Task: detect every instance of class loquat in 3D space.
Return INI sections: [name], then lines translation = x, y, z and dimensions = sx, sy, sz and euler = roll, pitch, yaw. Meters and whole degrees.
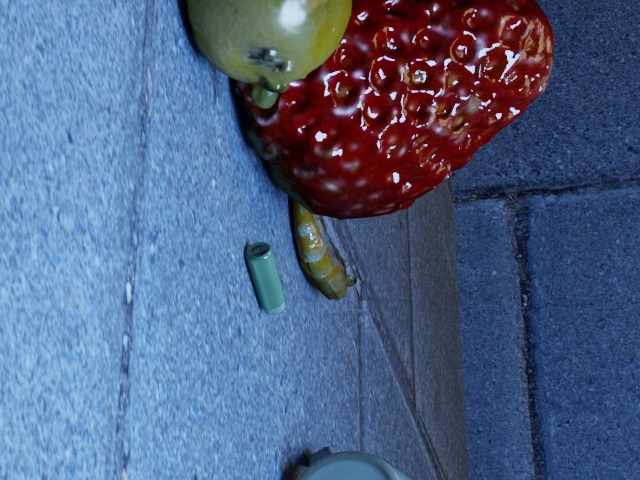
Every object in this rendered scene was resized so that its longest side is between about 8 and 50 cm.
[loquat]
translation = -0.050, -0.226, 1.407
dimensions = 0.172, 0.149, 0.204
euler = -26, 125, -54

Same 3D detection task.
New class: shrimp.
[shrimp]
translation = 0.004, 0.000, 1.834
dimensions = 0.132, 0.052, 0.187
euler = -86, 162, -44

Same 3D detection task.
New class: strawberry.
[strawberry]
translation = 0.093, -0.169, 1.620
dimensions = 0.317, 0.345, 0.295
euler = 73, 14, -45

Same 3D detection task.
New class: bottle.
[bottle]
translation = -0.058, 0.042, 1.544
dimensions = 0.030, 0.030, 0.083
euler = -83, 164, -50

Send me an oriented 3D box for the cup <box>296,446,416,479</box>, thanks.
[cup]
translation = 0.043, 0.319, 1.622
dimensions = 0.258, 0.186, 0.234
euler = 53, -4, 42
